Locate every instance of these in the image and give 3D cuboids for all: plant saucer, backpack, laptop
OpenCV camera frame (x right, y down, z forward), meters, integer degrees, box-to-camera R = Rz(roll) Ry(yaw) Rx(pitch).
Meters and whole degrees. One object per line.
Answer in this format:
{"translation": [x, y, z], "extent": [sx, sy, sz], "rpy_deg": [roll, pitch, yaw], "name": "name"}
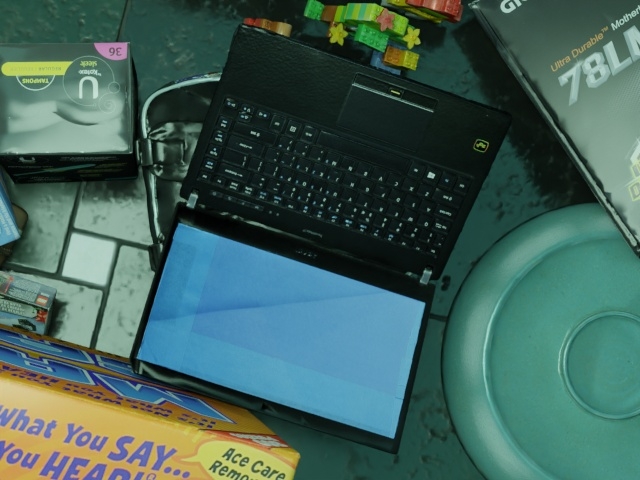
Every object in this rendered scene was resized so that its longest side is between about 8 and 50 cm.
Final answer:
{"translation": [0.274, 0.118, 1.542], "extent": [0.318, 0.044, 0.317], "rpy_deg": [0, 83, -4], "name": "plant saucer"}
{"translation": [-0.023, -0.043, 1.461], "extent": [0.254, 0.191, 0.225], "rpy_deg": [-8, 89, 2], "name": "backpack"}
{"translation": [0.000, 0.000, 1.303], "extent": [0.234, 0.136, 0.264], "rpy_deg": [18, 119, -8], "name": "laptop"}

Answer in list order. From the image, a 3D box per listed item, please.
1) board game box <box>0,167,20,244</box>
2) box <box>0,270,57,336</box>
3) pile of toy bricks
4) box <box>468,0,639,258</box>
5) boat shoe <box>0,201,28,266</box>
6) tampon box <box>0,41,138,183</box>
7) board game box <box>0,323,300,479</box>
{"translation": [-0.321, -0.119, 1.416], "extent": [0.039, 0.160, 0.211], "rpy_deg": [-22, 50, -6], "name": "board game box"}
{"translation": [-0.312, 0.060, 1.479], "extent": [0.137, 0.094, 0.027], "rpy_deg": [19, 48, -3], "name": "box"}
{"translation": [0.039, -0.201, 1.484], "extent": [0.212, 0.105, 0.118], "rpy_deg": [16, 88, -35], "name": "pile of toy bricks"}
{"translation": [0.338, -0.179, 1.505], "extent": [0.296, 0.073, 0.293], "rpy_deg": [-33, 79, 9], "name": "box"}
{"translation": [-0.401, -0.036, 1.483], "extent": [0.258, 0.095, 0.095], "rpy_deg": [24, 89, -2], "name": "boat shoe"}
{"translation": [-0.226, -0.114, 1.468], "extent": [0.121, 0.161, 0.101], "rpy_deg": [-1, 84, -5], "name": "tampon box"}
{"translation": [-0.269, 0.258, 1.275], "extent": [0.356, 0.356, 0.356], "rpy_deg": [17, 90, -15], "name": "board game box"}
